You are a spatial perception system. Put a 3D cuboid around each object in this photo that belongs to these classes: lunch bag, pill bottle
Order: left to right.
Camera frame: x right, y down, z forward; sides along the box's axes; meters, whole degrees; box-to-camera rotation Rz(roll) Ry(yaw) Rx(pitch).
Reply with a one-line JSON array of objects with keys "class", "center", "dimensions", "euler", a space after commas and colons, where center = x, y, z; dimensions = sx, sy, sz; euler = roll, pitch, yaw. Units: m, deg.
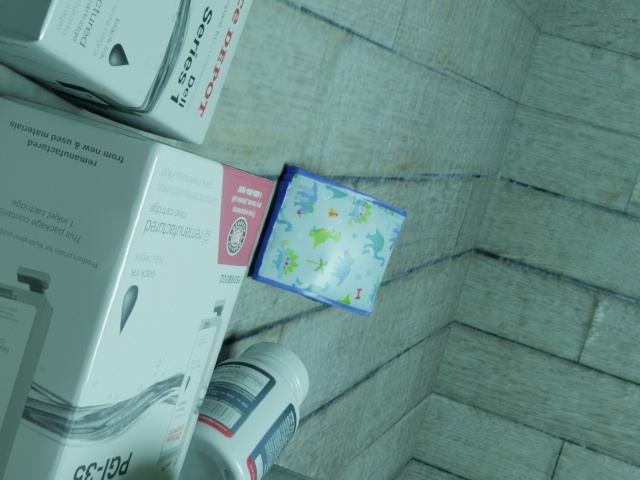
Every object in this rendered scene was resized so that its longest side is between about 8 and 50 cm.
[{"class": "pill bottle", "center": [-0.082, 0.178, 1.064], "dimensions": [0.180, 0.107, 0.108], "euler": [-46, 149, -56]}, {"class": "lunch bag", "center": [0.000, 0.000, 1.175], "dimensions": [0.151, 0.096, 0.129], "euler": [20, 88, -44]}]

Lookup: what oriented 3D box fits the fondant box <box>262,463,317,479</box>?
[{"class": "fondant box", "center": [-0.113, 0.377, 1.201], "dimensions": [0.330, 0.096, 0.238], "euler": [27, 81, -72]}]

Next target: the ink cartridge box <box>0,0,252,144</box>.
[{"class": "ink cartridge box", "center": [-0.117, -0.161, 0.621], "dimensions": [0.219, 0.092, 0.160], "euler": [27, 82, -73]}]

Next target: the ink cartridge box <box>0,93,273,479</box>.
[{"class": "ink cartridge box", "center": [-0.152, 0.069, 0.705], "dimensions": [0.207, 0.117, 0.283], "euler": [11, 96, -74]}]
